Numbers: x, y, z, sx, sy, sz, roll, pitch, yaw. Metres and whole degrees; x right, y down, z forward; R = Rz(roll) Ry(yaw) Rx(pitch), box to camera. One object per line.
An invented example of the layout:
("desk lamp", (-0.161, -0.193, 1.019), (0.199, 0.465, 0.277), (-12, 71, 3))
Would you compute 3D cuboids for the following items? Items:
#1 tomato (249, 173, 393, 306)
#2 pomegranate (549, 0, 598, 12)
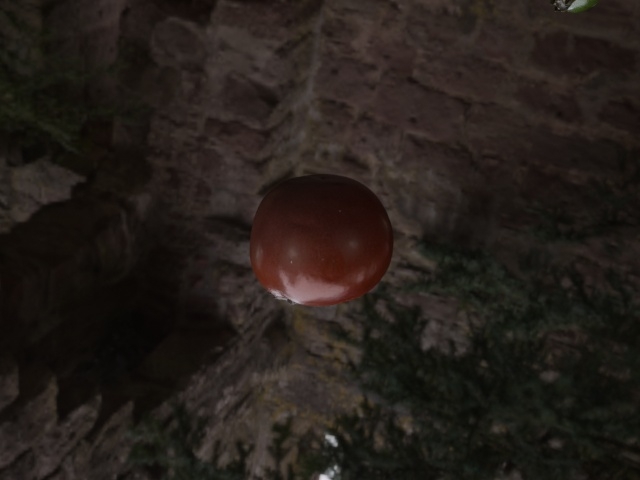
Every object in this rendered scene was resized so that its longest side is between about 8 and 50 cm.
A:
("tomato", (0.000, 0.000, 1.523), (0.256, 0.224, 0.256), (0, -164, 0))
("pomegranate", (0.527, -0.522, 1.838), (0.114, 0.114, 0.142), (25, -126, 26))
